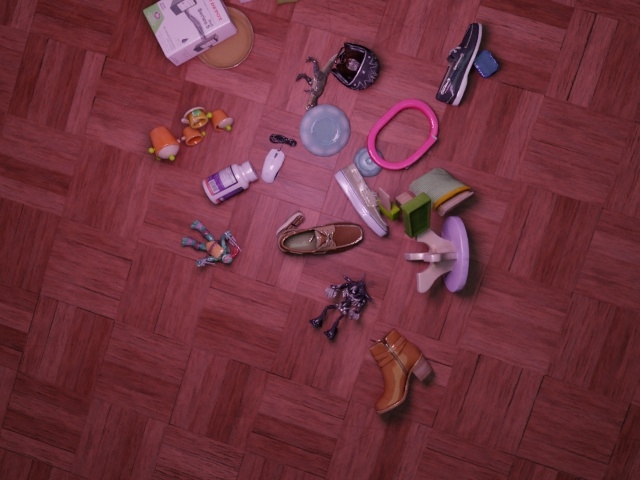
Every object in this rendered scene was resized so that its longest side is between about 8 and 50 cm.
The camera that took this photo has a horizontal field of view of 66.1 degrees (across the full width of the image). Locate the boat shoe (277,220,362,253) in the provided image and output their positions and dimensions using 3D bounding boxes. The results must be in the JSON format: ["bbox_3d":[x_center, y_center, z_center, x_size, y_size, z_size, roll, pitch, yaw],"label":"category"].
[{"bbox_3d":[0.000,0.000,1.845,0.324,0.120,0.123,-10,94,-3],"label":"boat shoe"}]

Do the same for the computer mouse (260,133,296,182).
[{"bbox_3d":[-0.173,-0.313,1.894,0.106,0.042,0.193,22,94,2],"label":"computer mouse"}]

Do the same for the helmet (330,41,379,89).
[{"bbox_3d":[0.135,-0.628,1.794,0.161,0.169,0.169,33,94,11],"label":"helmet"}]

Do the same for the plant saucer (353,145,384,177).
[{"bbox_3d":[0.184,-0.301,1.878,0.119,0.021,0.119,0,92,4],"label":"plant saucer"}]

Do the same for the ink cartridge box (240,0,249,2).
[{"bbox_3d":[-0.280,-0.992,1.851,0.092,0.090,0.143,-10,90,4],"label":"ink cartridge box"}]

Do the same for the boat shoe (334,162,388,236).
[{"bbox_3d":[0.169,-0.154,1.840,0.094,0.109,0.302,-36,87,13],"label":"boat shoe"}]

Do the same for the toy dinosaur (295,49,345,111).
[{"bbox_3d":[-0.018,-0.623,1.863,0.118,0.064,0.268,27,94,-12],"label":"toy dinosaur"}]

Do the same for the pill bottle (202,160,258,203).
[{"bbox_3d":[-0.341,-0.226,1.877,0.193,0.108,0.108,-26,90,4],"label":"pill bottle"}]

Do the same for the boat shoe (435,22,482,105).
[{"bbox_3d":[0.504,-0.650,1.796,0.091,0.114,0.303,16,93,-2],"label":"boat shoe"}]

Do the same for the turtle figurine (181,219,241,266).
[{"bbox_3d":[-0.413,0.030,1.889,0.234,0.118,0.175,33,79,17],"label":"turtle figurine"}]

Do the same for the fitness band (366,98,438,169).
[{"bbox_3d":[0.307,-0.392,1.840,0.291,0.054,0.209,-44,90,-1],"label":"fitness band"}]

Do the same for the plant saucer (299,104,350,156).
[{"bbox_3d":[0.019,-0.413,1.855,0.195,0.037,0.195,-1,103,-5],"label":"plant saucer"}]

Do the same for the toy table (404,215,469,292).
[{"bbox_3d":[0.422,0.053,1.782,0.160,0.252,0.274,-2,79,-12],"label":"toy table"}]

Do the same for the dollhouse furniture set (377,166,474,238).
[{"bbox_3d":[0.372,-0.180,1.731,0.301,0.151,0.197,-31,52,-11],"label":"dollhouse furniture set"}]

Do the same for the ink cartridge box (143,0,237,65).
[{"bbox_3d":[-0.479,-0.813,1.829,0.273,0.115,0.198,-27,90,5],"label":"ink cartridge box"}]

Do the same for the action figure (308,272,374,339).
[{"bbox_3d":[0.088,0.240,1.849,0.164,0.141,0.276,40,96,13],"label":"action figure"}]

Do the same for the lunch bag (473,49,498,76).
[{"bbox_3d":[0.604,-0.650,1.813,0.067,0.065,0.098,-33,91,20],"label":"lunch bag"}]

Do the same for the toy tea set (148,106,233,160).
[{"bbox_3d":[-0.479,-0.383,1.839,0.336,0.200,0.124,-29,81,-1],"label":"toy tea set"}]

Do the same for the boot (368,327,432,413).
[{"bbox_3d":[0.256,0.492,1.858,0.283,0.109,0.220,-43,90,3],"label":"boot"}]

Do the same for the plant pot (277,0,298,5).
[{"bbox_3d":[-0.122,-0.928,1.855,0.079,0.083,0.083,-1,92,-9],"label":"plant pot"}]

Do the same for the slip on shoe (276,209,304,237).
[{"bbox_3d":[-0.120,-0.064,1.903,0.051,0.041,0.135,31,112,-38],"label":"slip on shoe"}]

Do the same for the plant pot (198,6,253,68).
[{"bbox_3d":[-0.371,-0.776,1.896,0.236,0.032,0.236,0,91,4],"label":"plant pot"}]
